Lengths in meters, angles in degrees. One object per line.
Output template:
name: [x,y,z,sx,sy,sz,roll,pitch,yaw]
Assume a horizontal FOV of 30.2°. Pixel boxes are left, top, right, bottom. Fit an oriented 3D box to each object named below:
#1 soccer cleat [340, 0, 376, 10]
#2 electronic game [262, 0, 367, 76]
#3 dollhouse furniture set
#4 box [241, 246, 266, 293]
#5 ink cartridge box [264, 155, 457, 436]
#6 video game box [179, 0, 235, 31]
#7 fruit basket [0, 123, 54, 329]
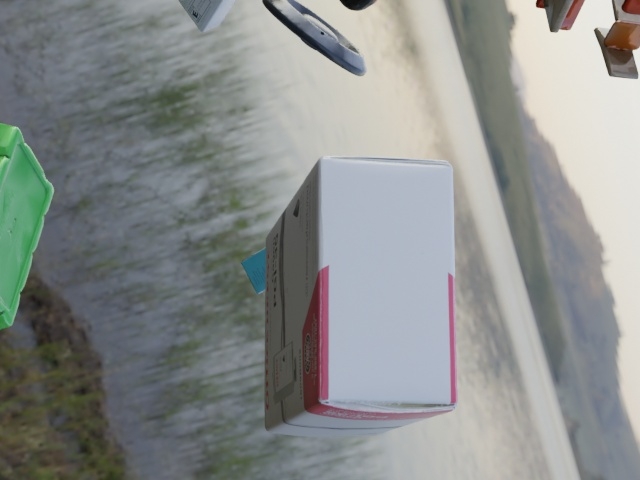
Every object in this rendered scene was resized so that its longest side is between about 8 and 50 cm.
soccer cleat: [0.127,-0.440,1.574,0.116,0.318,0.108,-5,43,-48]
electronic game: [-0.010,-0.370,2.135,0.229,0.048,0.229,35,14,-10]
dollhouse furniture set: [0.390,-0.300,1.406,0.262,0.259,0.135,108,-18,-50]
box: [0.000,0.000,1.850,0.100,0.244,0.060,-22,83,-58]
ink cartridge box: [0.026,0.064,1.061,0.283,0.117,0.207,131,-40,-72]
video game box: [-0.179,-0.445,1.772,0.048,0.205,0.187,-33,83,-39]
fruit basket: [-0.655,-0.005,1.944,0.283,0.392,0.392,71,8,-50]
